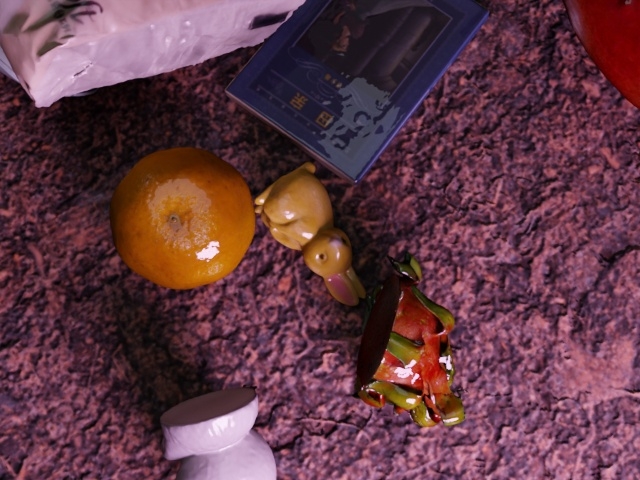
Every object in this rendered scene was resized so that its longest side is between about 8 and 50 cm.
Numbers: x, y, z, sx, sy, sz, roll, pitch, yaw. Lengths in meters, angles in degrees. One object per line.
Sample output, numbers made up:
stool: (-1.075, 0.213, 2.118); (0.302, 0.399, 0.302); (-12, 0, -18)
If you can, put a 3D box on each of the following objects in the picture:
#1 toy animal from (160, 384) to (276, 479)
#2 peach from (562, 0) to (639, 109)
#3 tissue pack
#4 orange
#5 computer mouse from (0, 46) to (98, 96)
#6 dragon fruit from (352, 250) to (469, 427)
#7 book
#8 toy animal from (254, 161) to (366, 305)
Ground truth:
toy animal: (-0.082, 0.260, 0.975); (0.104, 0.131, 0.220); (-27, 103, -39)
peach: (0.431, -0.269, 0.993); (0.406, 0.310, 0.335); (32, 82, 2)
tissue pack: (-0.235, -0.346, 1.022); (0.390, 0.195, 0.375); (-29, 85, -37)
orange: (-0.146, -0.025, 1.029); (0.155, 0.134, 0.154); (0, 98, -1)
computer mouse: (-0.371, -0.263, 1.089); (0.097, 0.159, 0.288); (-38, 82, 23)
dragon fruit: (0.087, 0.115, 0.997); (0.142, 0.138, 0.175); (-35, 110, 29)
book: (0.045, -0.219, 1.126); (0.191, 0.025, 0.269); (36, 78, 10)
toy animal: (0.003, -0.002, 1.049); (0.083, 0.070, 0.159); (-36, 82, -10)
